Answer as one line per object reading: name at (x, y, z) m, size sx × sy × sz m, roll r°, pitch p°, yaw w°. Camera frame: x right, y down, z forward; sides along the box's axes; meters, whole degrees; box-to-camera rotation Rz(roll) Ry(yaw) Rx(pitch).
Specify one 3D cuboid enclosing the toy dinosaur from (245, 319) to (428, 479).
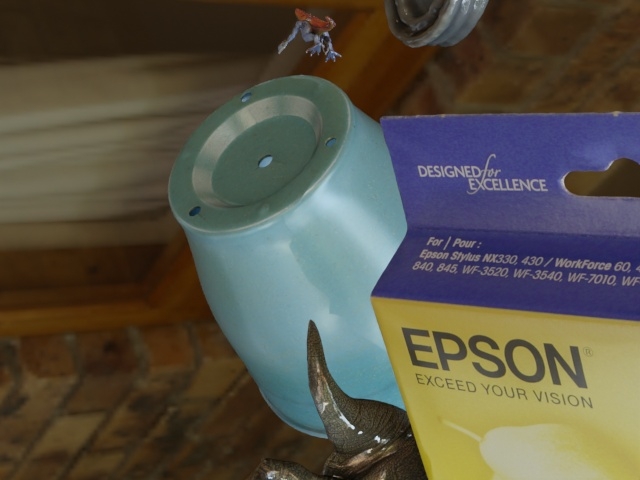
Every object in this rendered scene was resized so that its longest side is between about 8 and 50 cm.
toy dinosaur at (0.031, 0.190, 0.951) m, size 0.121 × 0.160 × 0.313 m, roll -168°, pitch -115°, yaw -68°

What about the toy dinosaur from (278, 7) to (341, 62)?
toy dinosaur at (-0.004, -0.214, 1.436) m, size 0.090 × 0.047 × 0.082 m, roll -56°, pitch -140°, yaw 41°

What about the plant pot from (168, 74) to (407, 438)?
plant pot at (0.000, 0.000, 1.306) m, size 0.271 × 0.255 × 0.272 m, roll -19°, pitch -136°, yaw 20°

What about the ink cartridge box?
ink cartridge box at (0.176, 0.083, 0.757) m, size 0.303 × 0.072 × 0.307 m, roll 3°, pitch -56°, yaw 40°

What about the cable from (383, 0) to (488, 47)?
cable at (0.076, -0.167, 0.580) m, size 0.287 × 0.072 × 0.139 m, roll -20°, pitch -95°, yaw 62°
